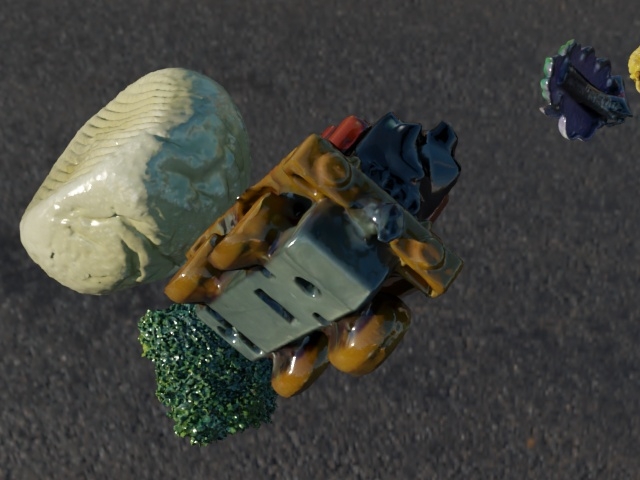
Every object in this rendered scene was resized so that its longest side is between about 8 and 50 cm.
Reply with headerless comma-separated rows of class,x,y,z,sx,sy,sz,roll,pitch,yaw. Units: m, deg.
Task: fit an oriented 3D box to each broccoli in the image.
broccoli,-0.151,0.173,1.587,0.219,0.194,0.194,39,53,2

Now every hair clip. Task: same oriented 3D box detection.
hair clip,0.351,-0.190,1.586,0.052,0.195,0.124,9,83,45

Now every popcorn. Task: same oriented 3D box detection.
popcorn,0.429,-0.216,1.514,0.082,0.057,0.083,0,33,4

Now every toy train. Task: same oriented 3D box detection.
toy train,0.000,0.000,1.064,0.163,0.369,0.232,40,66,-8

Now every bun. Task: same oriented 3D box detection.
bun,-0.247,-0.068,1.722,0.352,0.227,0.349,-51,23,-16
